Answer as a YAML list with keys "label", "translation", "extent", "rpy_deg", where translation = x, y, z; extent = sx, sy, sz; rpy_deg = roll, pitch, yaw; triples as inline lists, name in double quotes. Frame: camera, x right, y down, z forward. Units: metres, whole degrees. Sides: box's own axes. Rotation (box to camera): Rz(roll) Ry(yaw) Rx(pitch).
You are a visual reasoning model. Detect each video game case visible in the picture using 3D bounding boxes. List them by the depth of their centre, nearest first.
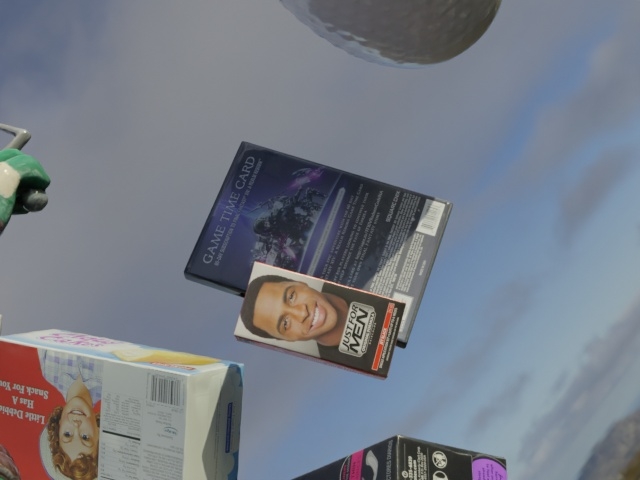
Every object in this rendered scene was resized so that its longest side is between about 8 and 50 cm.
- label: "video game case"
  translation: [0.000, 0.000, 1.336]
  extent: [0.026, 0.274, 0.196]
  rpy_deg: [88, -159, -62]

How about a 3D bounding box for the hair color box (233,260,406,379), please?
- label: "hair color box"
  translation: [0.000, 0.073, 1.003]
  extent: [0.043, 0.141, 0.071]
  rpy_deg: [91, -167, -80]

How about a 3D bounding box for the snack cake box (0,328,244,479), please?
- label: "snack cake box"
  translation: [-0.209, 0.183, 1.117]
  extent: [0.089, 0.264, 0.152]
  rpy_deg: [-4, -82, -57]

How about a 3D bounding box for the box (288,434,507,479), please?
- label: "box"
  translation: [0.066, 0.327, 1.201]
  extent: [0.270, 0.143, 0.165]
  rpy_deg: [-38, 43, 51]

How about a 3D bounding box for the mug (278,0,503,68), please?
- label: "mug"
  translation: [0.076, -0.392, 1.246]
  extent: [0.328, 0.276, 0.374]
  rpy_deg: [42, -121, -47]

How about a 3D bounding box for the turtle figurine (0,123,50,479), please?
- label: "turtle figurine"
  translation: [-0.157, 0.061, 0.432]
  extent: [0.118, 0.234, 0.175]
  rpy_deg: [-9, -43, -31]
